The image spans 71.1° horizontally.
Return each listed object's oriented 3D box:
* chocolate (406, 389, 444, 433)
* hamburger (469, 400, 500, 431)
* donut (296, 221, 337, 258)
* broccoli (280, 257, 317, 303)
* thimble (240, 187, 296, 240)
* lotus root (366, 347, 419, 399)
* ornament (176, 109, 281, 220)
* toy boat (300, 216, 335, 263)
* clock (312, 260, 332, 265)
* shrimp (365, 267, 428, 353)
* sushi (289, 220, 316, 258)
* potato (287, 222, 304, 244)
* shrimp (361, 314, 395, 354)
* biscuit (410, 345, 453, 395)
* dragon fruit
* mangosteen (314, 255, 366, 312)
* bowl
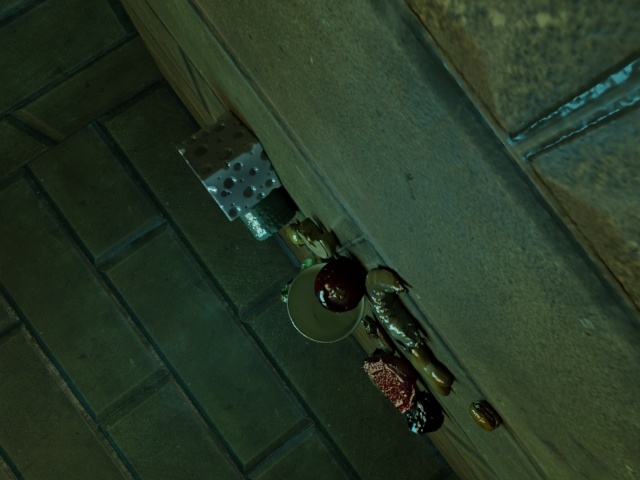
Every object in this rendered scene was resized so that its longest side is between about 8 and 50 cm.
[{"bbox_3d":[0.412,0.668,1.795,0.156,0.156,0.133,-141,34,-64],"label":"chocolate"},{"bbox_3d":[0.382,0.411,1.050,0.076,0.044,0.083,50,175,35],"label":"hamburger"},{"bbox_3d":[0.000,0.002,1.448,0.166,0.065,0.108,25,155,53],"label":"donut"},{"bbox_3d":[-0.028,0.215,2.053,0.308,0.307,0.275,-178,86,-81],"label":"broccoli"},{"bbox_3d":[-0.201,-0.111,1.776,0.143,0.198,0.235,53,-148,-13],"label":"thimble"},{"bbox_3d":[0.338,0.651,2.095,0.309,0.173,0.173,45,171,10],"label":"lotus root"},{"bbox_3d":[-0.326,-0.270,1.627,0.239,0.239,0.240,47,170,34],"label":"ornament"},{"bbox_3d":[-0.012,0.007,1.594,0.088,0.068,0.226,50,172,51],"label":"toy boat"},{"bbox_3d":[0.060,0.163,1.754,0.202,0.096,0.143,53,175,18],"label":"clock"},{"bbox_3d":[0.179,0.149,1.120,0.185,0.068,0.287,43,157,40],"label":"shrimp"},{"bbox_3d":[-0.115,-0.005,2.273,0.264,0.050,0.290,53,172,6],"label":"sushi"},{"bbox_3d":[-0.105,-0.027,1.991,0.107,0.080,0.170,43,175,-16],"label":"potato"},{"bbox_3d":[0.235,0.387,1.812,0.152,0.063,0.287,45,172,39],"label":"shrimp"},{"bbox_3d":[0.312,0.367,1.288,0.164,0.047,0.208,51,173,28],"label":"biscuit"},{"bbox_3d":[0.294,0.543,1.809,0.262,0.163,0.189,46,-174,2],"label":"dragon fruit"},{"bbox_3d":[0.066,0.133,1.372,0.166,0.166,0.180,54,-157,-2],"label":"mangosteen"},{"bbox_3d":[0.031,0.219,1.595,0.277,0.277,0.145,52,-175,16],"label":"bowl"}]
